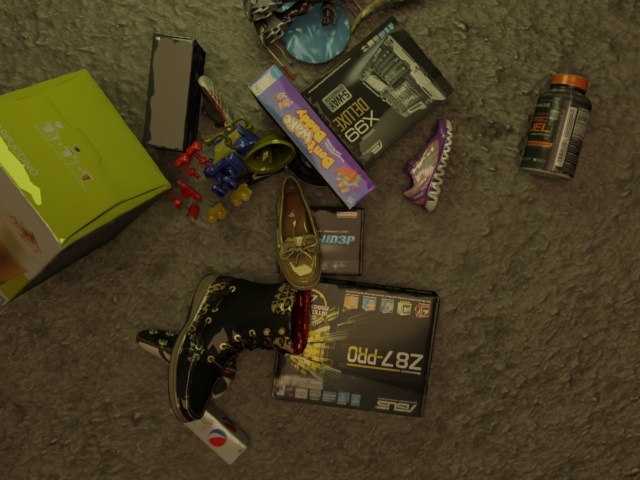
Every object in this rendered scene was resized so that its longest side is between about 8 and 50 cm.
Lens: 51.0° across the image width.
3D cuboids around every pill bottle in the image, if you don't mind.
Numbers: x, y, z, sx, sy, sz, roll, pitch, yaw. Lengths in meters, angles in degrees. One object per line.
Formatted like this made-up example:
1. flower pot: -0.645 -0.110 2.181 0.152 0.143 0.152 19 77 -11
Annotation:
1. pill bottle: 0.585 -0.280 1.650 0.131 0.130 0.245 13 94 -1

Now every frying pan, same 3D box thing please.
1. frying pan: -0.042 -0.188 1.703 0.197 0.053 0.326 44 96 -2

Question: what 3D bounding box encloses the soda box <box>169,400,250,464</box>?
1. soda box: -0.286 0.480 1.751 0.216 0.074 0.069 43 94 -3

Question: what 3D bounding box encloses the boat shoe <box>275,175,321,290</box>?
1. boat shoe: -0.061 -0.019 1.601 0.105 0.089 0.285 -11 62 -7

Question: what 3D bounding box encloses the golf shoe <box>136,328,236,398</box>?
1. golf shoe: -0.355 0.317 1.726 0.273 0.105 0.120 22 102 -1

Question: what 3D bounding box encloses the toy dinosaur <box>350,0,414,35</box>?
1. toy dinosaur: 0.173 -0.619 1.653 0.268 0.064 0.118 -26 90 0

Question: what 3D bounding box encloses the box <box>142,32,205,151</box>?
1. box: -0.350 -0.347 1.625 0.103 0.184 0.261 7 96 0

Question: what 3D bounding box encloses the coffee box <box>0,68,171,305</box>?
1. coffee box: -0.619 -0.123 1.507 0.334 0.338 0.337 -32 96 40

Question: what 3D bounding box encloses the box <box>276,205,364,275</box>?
1. box: 0.000 0.000 1.718 0.220 0.051 0.175 2 95 1

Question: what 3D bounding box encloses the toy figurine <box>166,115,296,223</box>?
1. toy figurine: -0.218 -0.228 1.609 0.191 0.217 0.363 36 131 -28

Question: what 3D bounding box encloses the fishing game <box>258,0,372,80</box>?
1. fishing game: -0.019 -0.533 1.679 0.264 0.041 0.189 -42 94 -4

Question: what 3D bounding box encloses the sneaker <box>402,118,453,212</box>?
1. sneaker: 0.265 -0.193 1.683 0.105 0.095 0.236 15 96 7

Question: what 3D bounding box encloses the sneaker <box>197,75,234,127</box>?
1. sneaker: -0.271 -0.333 1.655 0.065 0.061 0.158 -17 137 13

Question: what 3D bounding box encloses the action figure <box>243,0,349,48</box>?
1. action figure: -0.032 -0.569 1.583 0.285 0.185 0.099 -21 60 11

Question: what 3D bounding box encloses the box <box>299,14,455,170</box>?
1. box: 0.135 -0.356 1.647 0.307 0.076 0.242 -41 93 -8

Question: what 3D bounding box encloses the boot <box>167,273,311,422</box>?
1. boot: -0.186 0.246 1.587 0.284 0.138 0.377 -2 53 21

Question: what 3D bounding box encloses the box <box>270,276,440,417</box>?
1. box: 0.086 0.265 1.719 0.395 0.097 0.318 8 97 1

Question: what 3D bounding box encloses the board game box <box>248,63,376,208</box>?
1. board game box: -0.017 -0.229 1.562 0.078 0.233 0.347 -40 92 2
